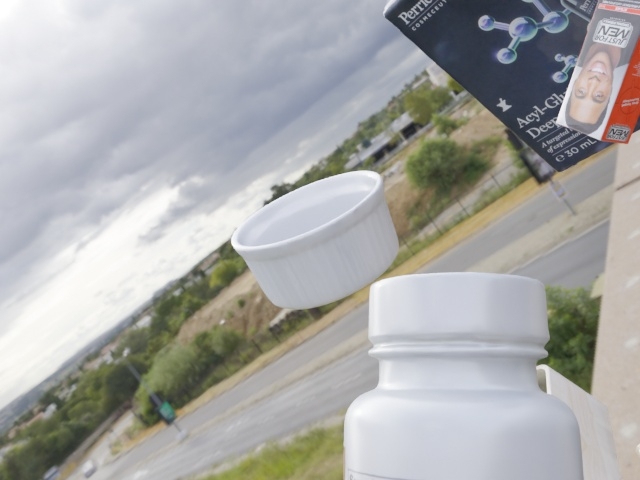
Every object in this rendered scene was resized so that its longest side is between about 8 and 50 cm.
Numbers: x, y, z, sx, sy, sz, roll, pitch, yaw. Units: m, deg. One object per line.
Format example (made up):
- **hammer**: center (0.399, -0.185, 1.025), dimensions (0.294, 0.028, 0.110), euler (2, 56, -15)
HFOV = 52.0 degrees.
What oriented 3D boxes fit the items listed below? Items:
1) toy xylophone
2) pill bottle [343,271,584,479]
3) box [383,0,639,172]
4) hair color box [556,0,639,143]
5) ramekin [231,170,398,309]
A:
- **toy xylophone**: center (0.377, 0.319, 0.944), dimensions (0.081, 0.236, 0.322), euler (-55, -6, 30)
- **pill bottle**: center (0.078, 0.138, 0.366), dimensions (0.131, 0.229, 0.131), euler (1, -12, 0)
- **box**: center (0.345, -0.340, 0.945), dimensions (0.293, 0.395, 0.212), euler (-34, 27, 47)
- **hair color box**: center (0.309, -0.180, 0.689), dimensions (0.043, 0.141, 0.072), euler (2, 23, -26)
- **ramekin**: center (0.000, 0.000, 1.129), dimensions (0.277, 0.135, 0.277), euler (-22, 19, 8)
